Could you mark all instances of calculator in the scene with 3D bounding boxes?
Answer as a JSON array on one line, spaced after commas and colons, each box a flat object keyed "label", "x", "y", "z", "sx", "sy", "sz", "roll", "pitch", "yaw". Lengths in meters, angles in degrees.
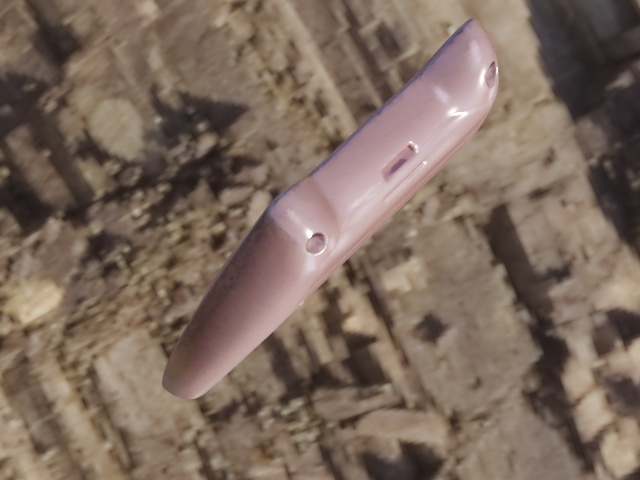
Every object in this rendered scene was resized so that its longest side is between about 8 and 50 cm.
[{"label": "calculator", "x": 0.000, "y": 0.000, "z": 1.049, "sx": 0.048, "sy": 0.329, "sz": 0.220, "roll": 44, "pitch": 66, "yaw": 3}]
